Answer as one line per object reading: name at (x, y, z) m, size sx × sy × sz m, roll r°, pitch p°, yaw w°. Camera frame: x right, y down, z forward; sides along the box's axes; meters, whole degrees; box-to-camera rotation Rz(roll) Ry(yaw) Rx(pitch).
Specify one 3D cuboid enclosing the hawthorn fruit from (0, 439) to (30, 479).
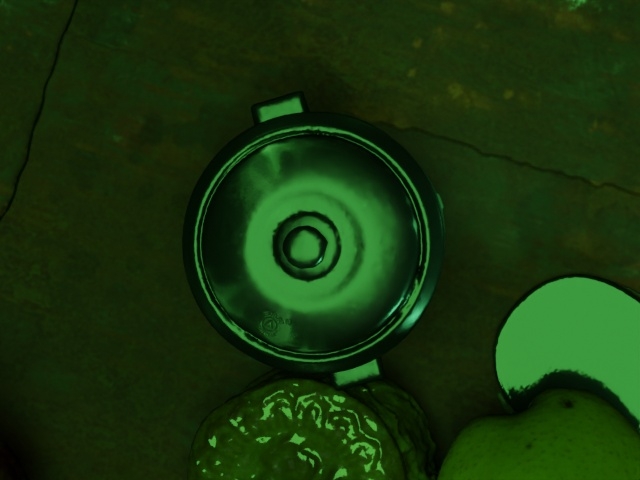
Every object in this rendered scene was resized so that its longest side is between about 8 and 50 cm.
hawthorn fruit at (-0.481, 0.316, 1.590) m, size 0.403 × 0.403 × 0.402 m, roll 0°, pitch 93°, yaw 8°

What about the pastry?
pastry at (-0.002, 0.235, 1.642) m, size 0.240 × 0.132 × 0.235 m, roll -8°, pitch 101°, yaw 16°

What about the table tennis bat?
table tennis bat at (0.310, 0.158, 1.641) m, size 0.301 × 0.022 × 0.173 m, roll 38°, pitch 97°, yaw 5°

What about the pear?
pear at (0.229, 0.316, 1.556) m, size 0.285 × 0.285 × 0.336 m, roll 6°, pitch 56°, yaw 7°

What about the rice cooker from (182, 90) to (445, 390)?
rice cooker at (0.000, 0.000, 1.571) m, size 0.241 × 0.227 × 0.280 m, roll -14°, pitch 91°, yaw 8°
